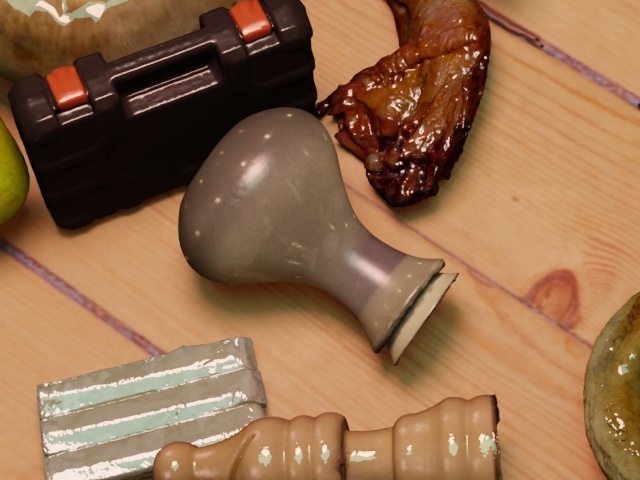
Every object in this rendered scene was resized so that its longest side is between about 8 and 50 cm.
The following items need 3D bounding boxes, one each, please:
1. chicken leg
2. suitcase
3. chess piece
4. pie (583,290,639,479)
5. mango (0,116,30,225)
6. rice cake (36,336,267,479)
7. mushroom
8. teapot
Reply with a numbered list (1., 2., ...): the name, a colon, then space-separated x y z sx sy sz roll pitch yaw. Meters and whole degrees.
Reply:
1. chicken leg: 0.089 -0.177 1.687 0.177 0.083 0.322 2 66 23
2. suitcase: -0.140 -0.122 1.592 0.285 0.206 0.066 -21 63 -9
3. chess piece: 0.007 0.200 1.482 0.307 0.139 0.124 -3 107 5
4. pie: 0.369 0.150 1.505 0.277 0.078 0.277 1 52 -2
5. mango: -0.390 -0.112 1.608 0.149 0.185 0.273 -39 85 -16
6. rice cake: -0.154 0.163 1.551 0.211 0.038 0.124 -10 65 -4
7. mushroom: -0.223 -0.298 1.648 0.352 0.260 0.352 -1 70 1
8. teapot: 0.000 0.000 1.560 0.251 0.183 0.183 35 70 5
